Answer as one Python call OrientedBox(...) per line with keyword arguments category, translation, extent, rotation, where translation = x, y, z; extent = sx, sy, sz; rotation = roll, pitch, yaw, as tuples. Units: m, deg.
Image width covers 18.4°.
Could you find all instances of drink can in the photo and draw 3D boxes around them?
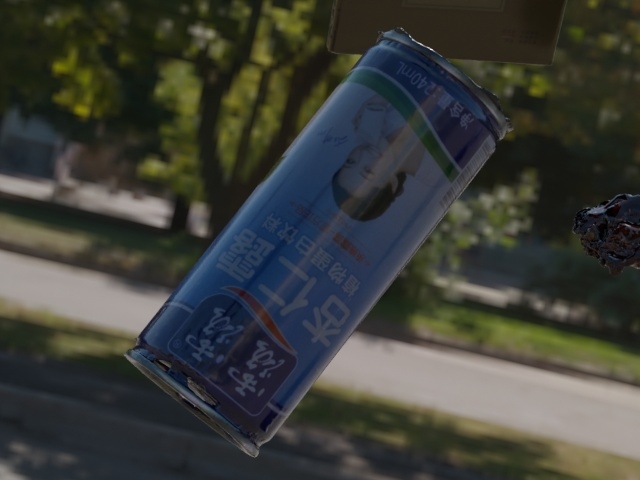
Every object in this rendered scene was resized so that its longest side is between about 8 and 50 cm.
OrientedBox(category="drink can", translation=(0.000, 0.000, 1.093), extent=(0.097, 0.235, 0.097), rotation=(38, -8, 6))

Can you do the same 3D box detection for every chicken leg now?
OrientedBox(category="chicken leg", translation=(0.314, 0.010, 1.734), extent=(0.205, 0.053, 0.093), rotation=(10, 44, 31))

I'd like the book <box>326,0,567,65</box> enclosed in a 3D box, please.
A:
OrientedBox(category="book", translation=(0.131, -0.288, 1.747), extent=(0.217, 0.310, 0.021), rotation=(2, 42, -9))
